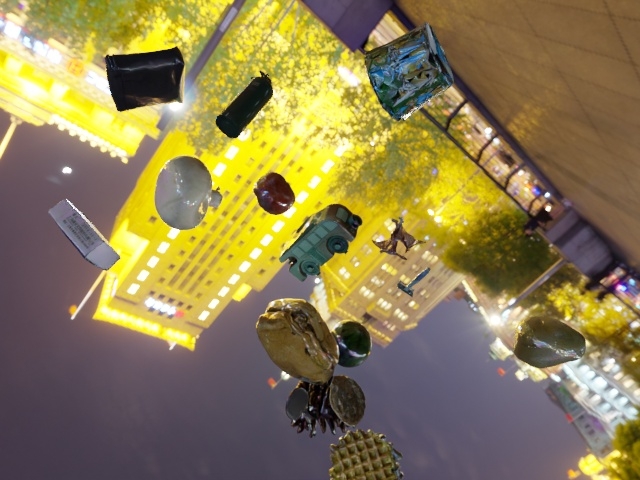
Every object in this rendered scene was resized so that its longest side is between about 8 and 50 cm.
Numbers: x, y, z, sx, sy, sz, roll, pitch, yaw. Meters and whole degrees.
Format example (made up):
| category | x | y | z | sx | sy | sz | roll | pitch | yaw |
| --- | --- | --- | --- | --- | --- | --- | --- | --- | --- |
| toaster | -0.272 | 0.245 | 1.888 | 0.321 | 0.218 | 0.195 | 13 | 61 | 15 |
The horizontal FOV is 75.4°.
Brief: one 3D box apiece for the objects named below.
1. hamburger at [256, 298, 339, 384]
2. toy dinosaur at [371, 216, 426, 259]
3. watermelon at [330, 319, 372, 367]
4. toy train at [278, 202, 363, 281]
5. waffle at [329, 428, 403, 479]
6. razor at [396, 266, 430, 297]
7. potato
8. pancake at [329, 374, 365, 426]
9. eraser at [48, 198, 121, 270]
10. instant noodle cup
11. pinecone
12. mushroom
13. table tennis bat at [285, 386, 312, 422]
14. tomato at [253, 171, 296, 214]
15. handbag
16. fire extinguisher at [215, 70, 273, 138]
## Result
| category | x | y | z | sx | sy | sz | roll | pitch | yaw |
| --- | --- | --- | --- | --- | --- | --- | --- | --- | --- |
| hamburger | -0.065 | 0.330 | 1.352 | 0.318 | 0.319 | 0.158 | 43 | -125 | 6 |
| toy dinosaur | 0.195 | -0.005 | 1.066 | 0.032 | 0.108 | 0.220 | 21 | 170 | -24 |
| watermelon | 0.147 | 0.533 | 2.143 | 0.242 | 0.242 | 0.242 | 37 | -161 | -15 |
| toy train | 0.000 | 0.000 | 1.391 | 0.159 | 0.326 | 0.129 | 39 | -144 | -14 |
| waffle | 0.188 | 0.946 | 1.719 | 0.329 | 0.329 | 0.062 | 45 | 160 | 12 |
| razor | 0.324 | 0.132 | 1.393 | 0.068 | 0.135 | 0.040 | 32 | -139 | -7 |
| potato | 0.677 | 0.306 | 1.233 | 0.193 | 0.157 | 0.157 | 0 | 169 | 38 |
| pancake | 0.079 | 0.472 | 1.235 | 0.151 | 0.025 | 0.152 | 29 | -135 | -34 |
| eraser | -0.852 | -0.020 | 1.498 | 0.287 | 0.086 | 0.130 | 38 | 163 | 25 |
| instant noodle cup | 0.260 | -0.480 | 1.177 | 0.240 | 0.178 | 0.241 | 31 | -132 | -42 |
| pinecone | 0.025 | 0.621 | 1.561 | 0.291 | 0.247 | 0.246 | 0 | -172 | 18 |
| mushroom | -0.421 | -0.153 | 1.338 | 0.202 | 0.246 | 0.246 | 6 | -145 | -31 |
| table tennis bat | -0.062 | 0.520 | 1.289 | 0.014 | 0.095 | 0.158 | 7 | 137 | 37 |
| tomato | -0.235 | -0.210 | 2.023 | 0.214 | 0.180 | 0.155 | 46 | -146 | -16 |
| handbag | -0.530 | -0.483 | 1.274 | 0.222 | 0.247 | 0.080 | -23 | -96 | -24 |
| fire extinguisher | -0.245 | -0.482 | 1.426 | 0.114 | 0.095 | 0.311 | 25 | -123 | 9 |
